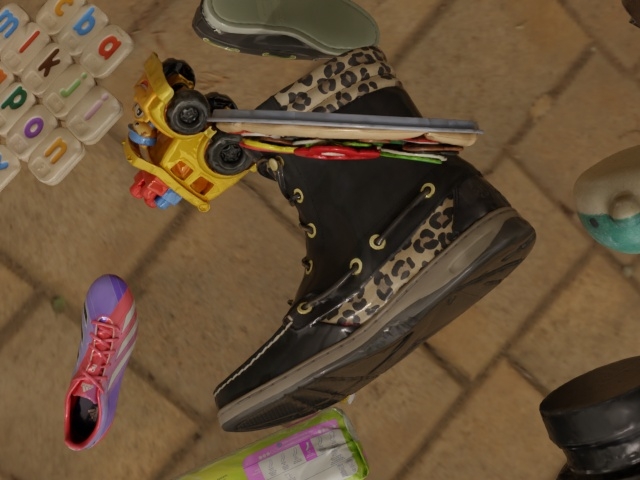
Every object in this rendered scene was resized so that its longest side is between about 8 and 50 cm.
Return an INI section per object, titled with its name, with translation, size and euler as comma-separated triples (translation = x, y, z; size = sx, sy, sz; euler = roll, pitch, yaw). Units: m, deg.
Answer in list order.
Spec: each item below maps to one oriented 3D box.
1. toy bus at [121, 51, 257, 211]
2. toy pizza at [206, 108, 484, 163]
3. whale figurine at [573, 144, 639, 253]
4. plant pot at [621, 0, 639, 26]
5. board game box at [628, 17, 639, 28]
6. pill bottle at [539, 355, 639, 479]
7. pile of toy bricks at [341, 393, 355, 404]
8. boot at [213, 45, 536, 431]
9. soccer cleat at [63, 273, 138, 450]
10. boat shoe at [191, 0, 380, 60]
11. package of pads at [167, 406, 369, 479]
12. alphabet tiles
[toy bus]
translation = -0.227, -0.146, 1.790
size = 0.211, 0.149, 0.220
euler = -42, 126, 12
[toy pizza]
translation = 0.017, -0.075, 0.852
size = 0.201, 0.201, 0.032
euler = 1, 95, -16
[whale figurine]
translation = 0.488, -0.054, 1.639
size = 0.216, 0.272, 0.141
euler = -30, 108, -35
[plant pot]
translation = 0.375, -0.257, 0.996
size = 0.215, 0.215, 0.230
euler = 33, 116, -18
[board game box]
translation = 0.551, -0.322, 1.709
size = 0.136, 0.259, 0.030
euler = 30, 89, -2
[pill bottle]
translation = 0.228, 0.192, 0.768
size = 0.122, 0.123, 0.219
euler = -24, 93, -11
[pile of toy bricks]
translation = 0.048, 0.113, 1.664
size = 0.212, 0.118, 0.105
euler = -55, 153, -19
[boot]
translation = 0.000, 0.000, 1.227
size = 0.377, 0.138, 0.284
euler = -38, 68, 15
[soccer cleat]
translation = -0.310, 0.172, 1.631
size = 0.083, 0.095, 0.248
euler = 13, 99, 2
[boat shoe]
translation = -0.040, -0.256, 1.399
size = 0.227, 0.068, 0.081
euler = 7, 70, -25
[package of pads]
translation = -0.087, 0.312, 1.448
size = 0.296, 0.229, 0.101
euler = -24, 78, -5
[alphabet tiles]
translation = -0.375, -0.193, 1.517
size = 0.278, 0.284, 0.021
euler = -48, 147, 0
